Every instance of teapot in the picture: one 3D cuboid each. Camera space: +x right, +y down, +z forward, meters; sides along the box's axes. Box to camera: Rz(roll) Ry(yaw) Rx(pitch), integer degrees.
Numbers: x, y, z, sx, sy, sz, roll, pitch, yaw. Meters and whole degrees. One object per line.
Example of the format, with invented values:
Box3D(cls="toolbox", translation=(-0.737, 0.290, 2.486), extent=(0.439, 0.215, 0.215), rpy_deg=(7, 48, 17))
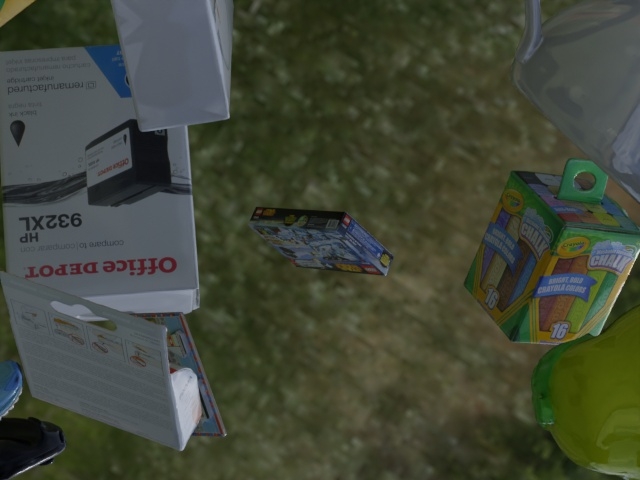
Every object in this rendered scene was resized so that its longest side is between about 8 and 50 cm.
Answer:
Box3D(cls="teapot", translation=(0.306, -0.145, 1.532), extent=(0.187, 0.252, 0.256), rpy_deg=(-48, 156, 10))

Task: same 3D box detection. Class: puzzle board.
Box3D(cls="puzzle board", translation=(-0.144, 0.128, 1.593), extent=(0.096, 0.128, 0.011), rpy_deg=(-4, -159, 44))

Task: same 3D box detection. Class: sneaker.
Box3D(cls="sneaker", translation=(-0.399, 0.169, 1.830), extent=(0.162, 0.063, 0.073), rpy_deg=(-23, 138, -17))

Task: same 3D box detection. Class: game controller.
Box3D(cls="game controller", translation=(-0.470, 0.263, 2.075), extent=(0.166, 0.319, 0.067), rpy_deg=(-37, 117, -52))

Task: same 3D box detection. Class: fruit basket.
Box3D(cls="fruit basket", translation=(0.377, 0.138, 1.433), extent=(0.392, 0.392, 0.283), rpy_deg=(-58, 151, -2))

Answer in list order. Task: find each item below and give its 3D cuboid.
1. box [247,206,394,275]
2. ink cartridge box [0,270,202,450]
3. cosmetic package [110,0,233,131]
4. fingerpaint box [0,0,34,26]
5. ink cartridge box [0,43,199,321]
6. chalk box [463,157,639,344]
Box3D(cls="box", translation=(0.000, 0.000, 1.822), extent=(0.094, 0.137, 0.027), rpy_deg=(42, 64, -40))
Box3D(cls="ink cartridge box", translation=(-0.172, 0.085, 1.336), extent=(0.179, 0.145, 0.045), rpy_deg=(91, 22, -50))
Box3D(cls="cosmetic package", translation=(-0.159, -0.336, 1.623), extent=(0.284, 0.097, 0.377), rpy_deg=(-97, 178, -60))
Box3D(cls="fingerpaint box", translation=(-0.451, -0.220, 1.249), extent=(0.371, 0.444, 0.163), rpy_deg=(-48, 136, -42))
Box3D(cls="ink cartridge box", translation=(-0.264, -0.067, 2.007), extent=(0.129, 0.223, 0.307), rpy_deg=(110, -25, -75))
Box3D(cls="chalk box", translation=(0.286, 0.003, 2.009), extent=(0.132, 0.132, 0.213), rpy_deg=(54, -49, 49))
